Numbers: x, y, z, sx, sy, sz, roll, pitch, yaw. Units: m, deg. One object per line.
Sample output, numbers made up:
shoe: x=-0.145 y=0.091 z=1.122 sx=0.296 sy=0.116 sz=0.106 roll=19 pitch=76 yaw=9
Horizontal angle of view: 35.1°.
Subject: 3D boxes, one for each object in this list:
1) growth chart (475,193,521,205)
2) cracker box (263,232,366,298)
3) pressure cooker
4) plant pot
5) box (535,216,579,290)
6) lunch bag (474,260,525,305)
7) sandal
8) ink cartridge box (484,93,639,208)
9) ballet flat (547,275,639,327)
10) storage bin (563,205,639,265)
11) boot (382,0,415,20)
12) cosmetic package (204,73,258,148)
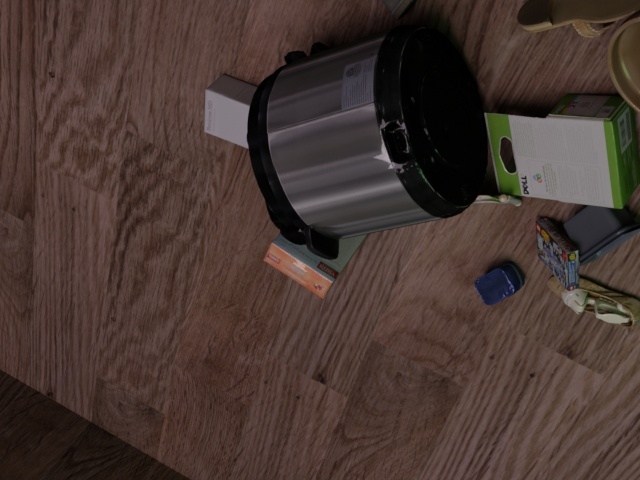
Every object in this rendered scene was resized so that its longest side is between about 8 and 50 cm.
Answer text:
growth chart: x=0.287 y=-0.077 z=2.040 sx=0.237 sy=0.172 sz=0.021 roll=-3 pitch=88 yaw=31
cracker box: x=0.000 y=0.000 z=2.208 sx=0.155 sy=0.232 sz=0.067 roll=33 pitch=135 yaw=4
pressure cooker: x=0.062 y=-0.194 z=1.920 sx=0.420 sy=0.370 sz=0.376 roll=-12 pitch=114 yaw=33
plant pot: x=0.603 y=-0.301 z=1.662 sx=0.237 sy=0.110 sz=0.237 roll=33 pitch=155 yaw=18
box: x=0.474 y=0.026 z=2.021 sx=0.027 sy=0.137 sz=0.094 roll=-16 pitch=123 yaw=-8
lunch bag: x=0.384 y=0.093 z=2.167 sx=0.098 sy=0.065 sz=0.067 roll=-32 pitch=85 yaw=41
sandal: x=0.464 y=-0.388 z=1.743 sx=0.240 sy=0.088 sz=0.079 roll=-1 pitch=156 yaw=40
ink cartridge box: x=0.452 y=-0.174 z=1.893 sx=0.255 sy=0.097 sz=0.189 roll=10 pitch=130 yaw=37
ballet flat: x=0.564 y=0.127 z=2.084 sx=0.206 sy=0.067 sz=0.073 roll=16 pitch=132 yaw=21
storage bin: x=0.547 y=-0.027 z=1.964 sx=0.135 sy=0.098 sz=0.091 roll=-43 pitch=70 yaw=45
boot: x=0.107 y=-0.524 z=1.846 sx=0.208 sy=0.076 sz=0.189 roll=45 pitch=133 yaw=2
cosmetic package: x=-0.135 y=-0.261 z=2.187 sx=0.231 sy=0.085 sz=0.117 roll=20 pitch=132 yaw=15
